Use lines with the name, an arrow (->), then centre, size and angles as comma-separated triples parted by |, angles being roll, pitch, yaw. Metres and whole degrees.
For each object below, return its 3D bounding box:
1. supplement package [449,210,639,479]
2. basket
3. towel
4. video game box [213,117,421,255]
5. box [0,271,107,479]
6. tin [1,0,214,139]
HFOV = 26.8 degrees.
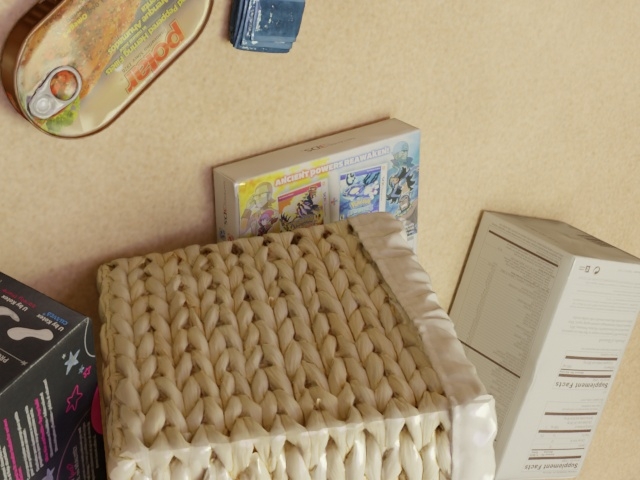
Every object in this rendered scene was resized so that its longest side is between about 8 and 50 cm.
supplement package -> 0.219, 0.110, 1.394 | 0.134, 0.139, 0.244 | 7, 107, -40
basket -> -0.033, 0.191, 1.068 | 0.266, 0.331, 0.328 | -5, 116, -8
towel -> -0.037, -0.215, 1.110 | 0.067, 0.029, 0.119 | -2, 111, -39
video game box -> 0.000, 0.000, 1.228 | 0.205, 0.048, 0.187 | -18, 123, -32
box -> -0.260, 0.148, 0.954 | 0.142, 0.163, 0.247 | -45, 150, -41
tin -> -0.162, -0.161, 1.030 | 0.190, 0.040, 0.106 | -46, 128, -12
